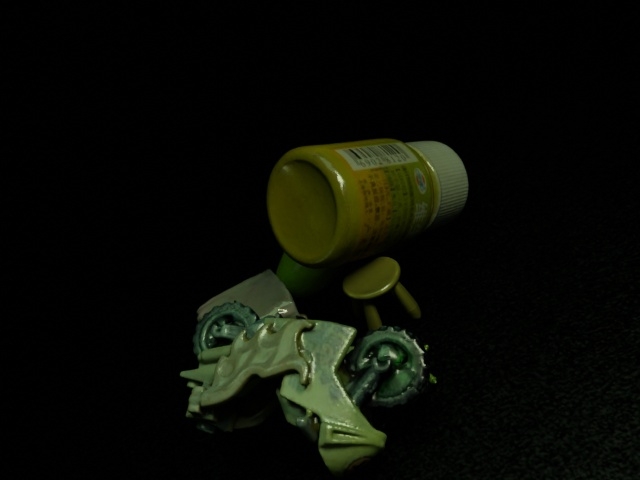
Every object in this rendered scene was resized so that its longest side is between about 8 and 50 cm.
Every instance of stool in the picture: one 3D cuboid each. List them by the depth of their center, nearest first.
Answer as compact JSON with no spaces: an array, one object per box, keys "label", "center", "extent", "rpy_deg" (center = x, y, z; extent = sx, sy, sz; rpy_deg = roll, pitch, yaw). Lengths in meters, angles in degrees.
[{"label":"stool","center":[0.109,0.104,1.179],"extent":[0.135,0.110,0.134],"rpy_deg":[-4,39,30]}]

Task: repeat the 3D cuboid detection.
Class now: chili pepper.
[{"label":"chili pepper","center":[0.176,0.208,1.067],"extent":[0.030,0.017,0.083],"rpy_deg":[-15,34,1]}]

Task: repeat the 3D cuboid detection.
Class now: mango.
[{"label":"mango","center":[0.000,0.000,1.389],"extent":[0.175,0.143,0.293],"rpy_deg":[0,49,38]}]

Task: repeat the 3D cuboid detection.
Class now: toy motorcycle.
[{"label":"toy motorcycle","center":[-0.041,0.225,1.012],"extent":[0.410,0.169,0.237],"rpy_deg":[7,62,25]}]

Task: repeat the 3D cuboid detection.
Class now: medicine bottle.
[{"label":"medicine bottle","center":[0.103,-0.086,1.239],"extent":[0.384,0.224,0.224],"rpy_deg":[-15,18,-43]}]

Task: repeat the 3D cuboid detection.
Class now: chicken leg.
[{"label":"chicken leg","center":[0.097,0.282,1.011],"extent":[0.036,0.021,0.083],"rpy_deg":[5,50,29]}]

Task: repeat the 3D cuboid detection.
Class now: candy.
[{"label":"candy","center":[-0.119,0.168,1.224],"extent":[0.195,0.137,0.185],"rpy_deg":[-29,32,-9]}]
